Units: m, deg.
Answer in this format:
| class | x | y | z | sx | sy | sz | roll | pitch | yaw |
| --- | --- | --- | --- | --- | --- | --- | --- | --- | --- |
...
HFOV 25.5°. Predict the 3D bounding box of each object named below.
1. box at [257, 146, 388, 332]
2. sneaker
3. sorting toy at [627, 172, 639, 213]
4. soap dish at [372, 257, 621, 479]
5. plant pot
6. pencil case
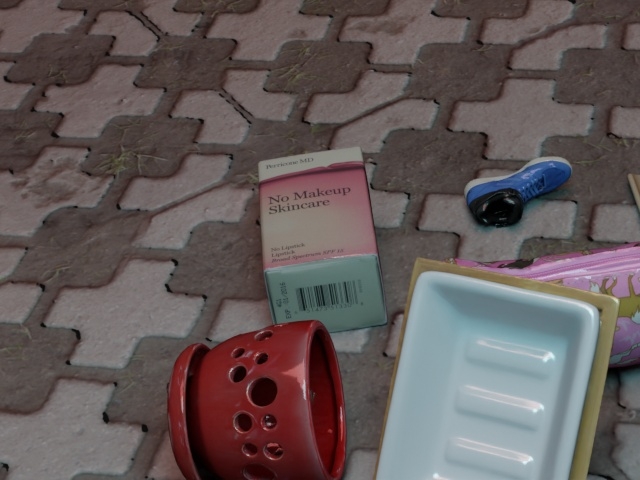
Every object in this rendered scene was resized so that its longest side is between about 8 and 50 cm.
| class | x | y | z | sx | sy | sz | roll | pitch | yaw |
| --- | --- | --- | --- | --- | --- | --- | --- | --- | --- |
| box | 0.000 | 0.000 | 1.860 | 0.149 | 0.127 | 0.232 | -9 | 40 | 2 |
| sneaker | 0.276 | -0.062 | 1.930 | 0.152 | 0.058 | 0.084 | -14 | 34 | 2 |
| sorting toy | 0.522 | -0.057 | 1.884 | 0.196 | 0.047 | 0.347 | -8 | 39 | 3 |
| soap dish | 0.187 | 0.181 | 1.511 | 0.229 | 0.291 | 0.118 | 11 | 1 | 24 |
| plant pot | -0.072 | 0.190 | 1.601 | 0.174 | 0.191 | 0.191 | -5 | 39 | 13 |
| pencil case | 0.329 | 0.072 | 1.666 | 0.386 | 0.167 | 0.160 | -10 | 7 | 3 |
